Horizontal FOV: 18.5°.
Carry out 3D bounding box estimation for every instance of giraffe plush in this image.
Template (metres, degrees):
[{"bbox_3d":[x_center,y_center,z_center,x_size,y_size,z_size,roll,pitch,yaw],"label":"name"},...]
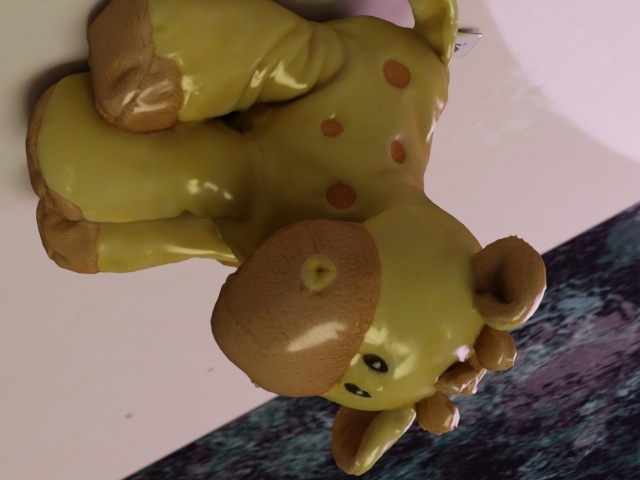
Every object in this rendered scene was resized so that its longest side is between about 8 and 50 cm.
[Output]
[{"bbox_3d":[0.000,0.000,0.799,0.210,0.170,0.181,-15,152,-13],"label":"giraffe plush"}]
